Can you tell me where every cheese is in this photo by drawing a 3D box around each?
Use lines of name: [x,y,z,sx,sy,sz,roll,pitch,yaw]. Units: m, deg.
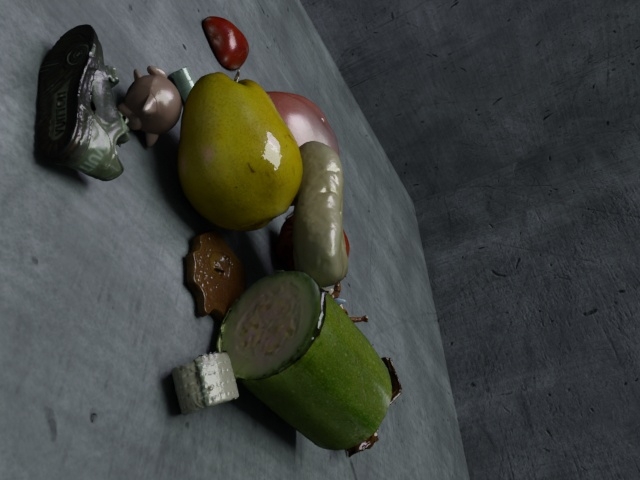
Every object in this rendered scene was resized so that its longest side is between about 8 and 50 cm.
cheese: [-0.004,-0.053,1.281,0.328,0.129,0.352,-79,165,-78]

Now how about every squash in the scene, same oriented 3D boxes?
squash: [-0.026,0.262,1.194,0.384,0.262,0.263,54,24,-43]

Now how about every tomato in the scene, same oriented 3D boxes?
tomato: [-0.280,-0.626,1.718,0.167,0.082,0.174,66,22,-5]
tomato: [-0.104,-0.270,1.532,0.341,0.272,0.342,53,25,-38]

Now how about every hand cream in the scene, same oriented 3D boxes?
hand cream: [-0.311,-0.336,1.391,0.078,0.049,0.205,-80,149,-64]

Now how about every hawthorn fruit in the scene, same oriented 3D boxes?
hawthorn fruit: [-0.012,0.032,1.592,0.253,0.204,0.205,61,18,-51]

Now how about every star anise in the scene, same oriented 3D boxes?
star anise: [0.126,0.459,1.553,0.346,0.148,0.238,-49,132,-47]

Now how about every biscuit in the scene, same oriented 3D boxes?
biscuit: [-0.231,0.084,1.187,0.182,0.034,0.215,57,25,-29]

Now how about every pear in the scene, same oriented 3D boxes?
pear: [-0.182,-0.190,1.207,0.285,0.284,0.337,-83,165,-54]

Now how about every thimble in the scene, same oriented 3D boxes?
thimble: [-0.205,0.252,0.977,0.115,0.102,0.090,58,15,-77]

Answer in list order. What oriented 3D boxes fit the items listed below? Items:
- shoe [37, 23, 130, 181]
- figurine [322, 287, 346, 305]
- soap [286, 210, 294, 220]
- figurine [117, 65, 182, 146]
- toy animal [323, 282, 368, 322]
shoe: [-0.400,-0.231,0.964,0.149,0.109,0.293,46,32,-56]
figurine: [-0.045,0.165,1.430,0.208,0.128,0.184,18,40,-14]
soap: [-0.035,-0.018,1.775,0.183,0.063,0.121,64,22,-11]
figurine: [-0.350,-0.280,1.135,0.125,0.125,0.138,44,43,-50]
toy animal: [0.042,0.196,1.742,0.116,0.114,0.255,-29,93,-38]
